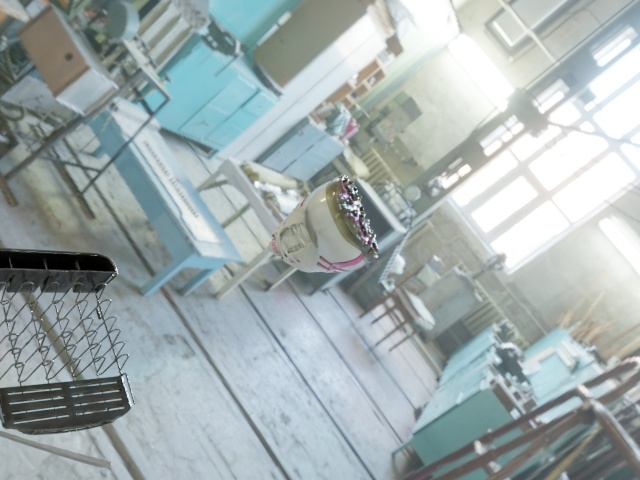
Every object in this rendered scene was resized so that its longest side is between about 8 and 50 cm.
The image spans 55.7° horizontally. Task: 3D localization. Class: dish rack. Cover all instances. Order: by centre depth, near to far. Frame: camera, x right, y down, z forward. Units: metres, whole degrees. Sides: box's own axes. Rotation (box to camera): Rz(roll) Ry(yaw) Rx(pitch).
[{"bbox_3d":[-0.375,0.140,0.868,0.208,0.074,0.271,4,48,-46],"label":"dish rack"}]

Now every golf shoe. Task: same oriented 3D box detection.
[{"bbox_3d":[0.000,0.000,0.491,0.186,0.086,0.067,76,-6,-82],"label":"golf shoe"}]

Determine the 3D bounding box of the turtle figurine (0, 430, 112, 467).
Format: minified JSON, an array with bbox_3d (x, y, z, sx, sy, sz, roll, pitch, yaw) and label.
[{"bbox_3d":[-0.380,0.187,0.508,0.198,0.266,0.274,-74,153,-52],"label":"turtle figurine"}]
